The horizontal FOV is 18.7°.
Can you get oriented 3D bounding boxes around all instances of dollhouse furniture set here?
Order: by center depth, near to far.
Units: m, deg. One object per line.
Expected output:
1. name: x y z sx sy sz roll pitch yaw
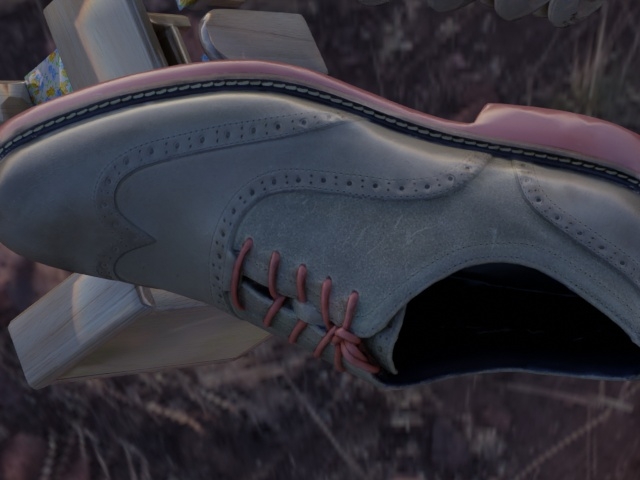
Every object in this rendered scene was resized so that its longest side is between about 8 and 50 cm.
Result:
1. dollhouse furniture set: -0.118 -0.051 1.140 0.212 0.161 0.242 -35 70 37

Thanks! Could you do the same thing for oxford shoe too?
1. oxford shoe: 0.000 0.000 0.930 0.348 0.123 0.130 2 46 4

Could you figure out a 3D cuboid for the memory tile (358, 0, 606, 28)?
1. memory tile: 0.064 -0.094 0.421 0.012 0.148 0.113 43 110 18
